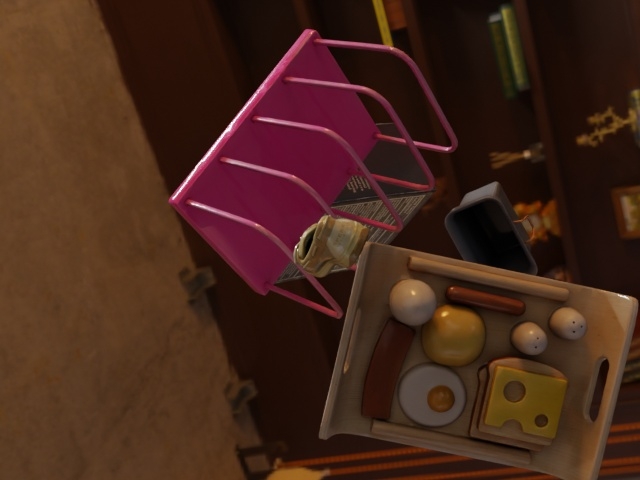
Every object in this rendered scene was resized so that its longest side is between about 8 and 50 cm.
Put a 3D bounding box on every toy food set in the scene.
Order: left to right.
[{"bbox_3d":[0.170,0.137,0.878,0.092,0.306,0.219,-112,34,-88],"label":"toy food set"}]

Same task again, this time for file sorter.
[{"bbox_3d":[0.008,-0.080,1.001,0.290,0.182,0.202,-54,-46,-17],"label":"file sorter"}]

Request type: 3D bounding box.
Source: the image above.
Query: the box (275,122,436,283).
[{"bbox_3d":[0.011,-0.070,1.593,0.294,0.296,0.182,-8,-118,-33],"label":"box"}]

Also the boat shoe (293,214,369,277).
[{"bbox_3d":[-0.001,0.002,0.780,0.056,0.048,0.153,-65,12,-9],"label":"boat shoe"}]

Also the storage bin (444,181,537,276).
[{"bbox_3d":[0.244,-0.015,1.112,0.135,0.098,0.091,57,-150,-16],"label":"storage bin"}]
